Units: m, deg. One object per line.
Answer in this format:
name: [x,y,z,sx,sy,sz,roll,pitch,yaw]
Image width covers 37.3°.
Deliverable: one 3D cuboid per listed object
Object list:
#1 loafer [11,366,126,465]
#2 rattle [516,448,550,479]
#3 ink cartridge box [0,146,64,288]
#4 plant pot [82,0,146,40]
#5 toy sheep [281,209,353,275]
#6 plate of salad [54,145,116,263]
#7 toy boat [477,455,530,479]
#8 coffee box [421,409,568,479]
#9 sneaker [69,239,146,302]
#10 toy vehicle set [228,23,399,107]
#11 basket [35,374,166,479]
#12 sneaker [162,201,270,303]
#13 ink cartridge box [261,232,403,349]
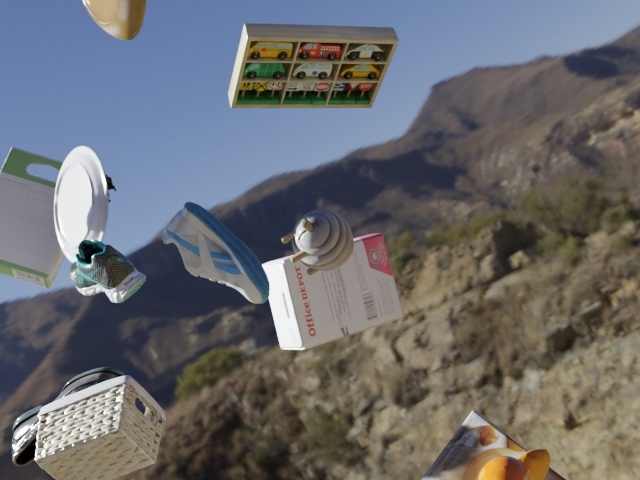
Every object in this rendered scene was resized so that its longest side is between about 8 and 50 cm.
loafer: [-0.439,0.315,1.658,0.267,0.096,0.084,-33,34,25]
rattle: [0.246,0.358,1.131,0.143,0.130,0.199,-24,10,4]
ink cartridge box: [-0.547,-0.045,1.788,0.056,0.171,0.235,108,179,-63]
plant pot: [-0.309,-0.400,1.344,0.032,0.236,0.236,-17,-9,-29]
toy sheep: [0.000,0.000,1.289,0.091,0.091,0.132,-31,-22,9]
plate of salad: [-0.396,-0.058,1.597,0.048,0.200,0.200,2,-25,-40]
toy boat: [0.185,0.301,0.999,0.151,0.231,0.151,-114,40,-82]
coffee box: [0.297,0.389,1.430,0.141,0.246,0.098,-53,-35,-4]
sneaker: [-0.282,0.028,1.200,0.065,0.076,0.166,-47,27,-26]
toy vehicle set: [-0.015,-0.298,1.638,0.267,0.035,0.166,-3,-35,-18]
basket: [-0.333,0.295,1.429,0.167,0.113,0.103,-22,40,15]
sneaker: [-0.186,0.037,1.732,0.092,0.229,0.087,-46,-4,16]
ink cartridge box: [0.026,0.115,2.173,0.283,0.207,0.117,-14,2,-31]
